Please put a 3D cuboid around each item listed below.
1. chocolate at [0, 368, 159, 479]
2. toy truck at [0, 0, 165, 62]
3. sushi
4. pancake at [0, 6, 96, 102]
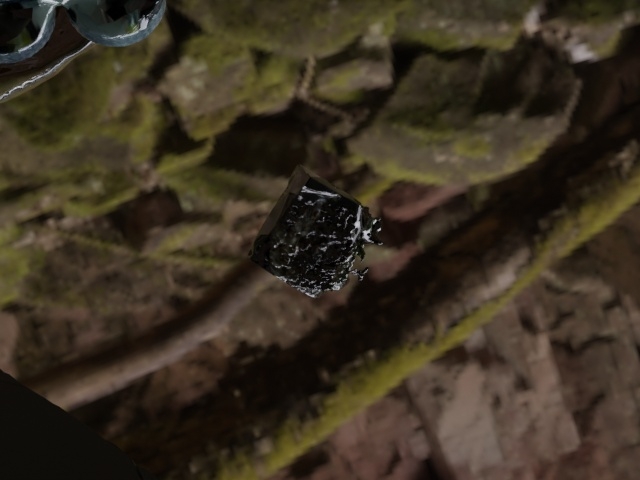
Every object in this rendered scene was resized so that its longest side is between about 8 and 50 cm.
[{"bbox_3d":[-0.202,0.247,0.482,0.384,0.383,0.331,-34,-179,-41],"label":"chocolate"},{"bbox_3d":[-0.154,-0.143,0.543,0.257,0.140,0.108,-10,170,-4],"label":"toy truck"},{"bbox_3d":[0.000,0.000,1.146,0.083,0.085,0.056,-57,-164,5],"label":"sushi"},{"bbox_3d":[-0.208,-0.190,0.930,0.250,0.250,0.031,-17,154,10],"label":"pancake"}]
